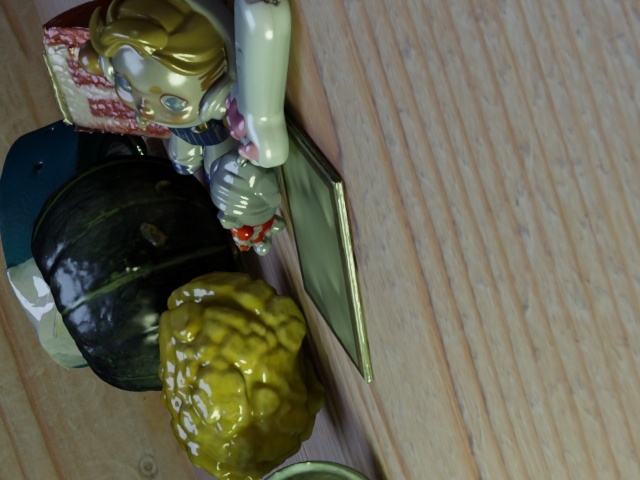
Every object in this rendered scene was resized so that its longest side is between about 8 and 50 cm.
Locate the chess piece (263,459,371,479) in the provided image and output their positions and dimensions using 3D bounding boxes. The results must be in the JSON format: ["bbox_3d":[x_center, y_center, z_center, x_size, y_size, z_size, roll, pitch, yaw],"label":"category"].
[{"bbox_3d":[0.003,0.337,1.435,0.298,0.176,0.175,77,170,-73],"label":"chess piece"}]

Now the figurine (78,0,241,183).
[{"bbox_3d":[-0.125,-0.152,1.335,0.194,0.133,0.274,14,155,38],"label":"figurine"}]

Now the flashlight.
[{"bbox_3d":[-0.055,-0.143,1.159,0.200,0.047,0.093,96,155,-54],"label":"flashlight"}]

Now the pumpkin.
[{"bbox_3d":[-0.223,0.044,1.713,0.323,0.241,0.323,62,173,13],"label":"pumpkin"}]

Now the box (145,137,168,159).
[{"bbox_3d":[-0.247,-0.114,2.084,0.053,0.024,0.083,92,154,-58],"label":"box"}]

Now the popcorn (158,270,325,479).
[{"bbox_3d":[-0.105,0.154,1.475,0.203,0.200,0.226,-20,116,48],"label":"popcorn"}]

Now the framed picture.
[{"bbox_3d":[0.000,0.000,1.247,0.173,0.010,0.231,-125,20,-51],"label":"framed picture"}]

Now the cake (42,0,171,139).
[{"bbox_3d":[-0.187,-0.213,1.639,0.262,0.159,0.158,11,126,35],"label":"cake"}]

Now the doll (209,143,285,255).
[{"bbox_3d":[-0.068,-0.041,1.321,0.079,0.094,0.180,25,159,18],"label":"doll"}]

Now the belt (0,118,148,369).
[{"bbox_3d":[-0.350,-0.015,2.039,0.300,0.173,0.436,55,-164,-41],"label":"belt"}]
